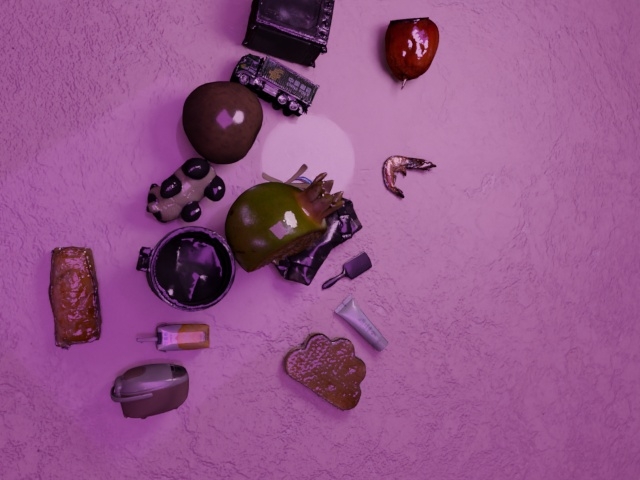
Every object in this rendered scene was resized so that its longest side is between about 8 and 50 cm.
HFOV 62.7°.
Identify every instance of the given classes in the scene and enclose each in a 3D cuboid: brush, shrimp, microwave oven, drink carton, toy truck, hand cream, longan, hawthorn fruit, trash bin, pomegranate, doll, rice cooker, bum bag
[{"bbox_3d":[0.084,0.106,1.731,0.194,0.016,0.062,-30,96,-19],"label":"brush"},{"bbox_3d":[0.309,-0.218,1.820,0.196,0.035,0.147,3,83,-13],"label":"shrimp"},{"bbox_3d":[-0.098,-0.674,1.627,0.248,0.188,0.177,12,83,-19],"label":"microwave oven"},{"bbox_3d":[-0.422,0.279,1.508,0.200,0.074,0.084,2,85,-19],"label":"drink carton"},{"bbox_3d":[-0.147,-0.489,1.652,0.259,0.088,0.121,25,80,-18],"label":"toy truck"},{"bbox_3d":[0.139,0.277,1.724,0.078,0.050,0.205,-44,96,-15],"label":"hand cream"},{"bbox_3d":[-0.283,-0.342,1.528,0.246,0.215,0.245,-2,97,-14],"label":"longan"},{"bbox_3d":[0.304,-0.634,1.771,0.190,0.189,0.251,6,88,-19],"label":"hawthorn fruit"},{"bbox_3d":[-0.361,0.080,1.443,0.278,0.263,0.217,16,81,-19],"label":"trash bin"},{"bbox_3d":[-0.110,-0.075,1.457,0.359,0.310,0.216,-40,77,23],"label":"pomegranate"},{"bbox_3d":[-0.392,-0.142,1.517,0.234,0.135,0.143,-45,126,-14],"label":"doll"},{"bbox_3d":[-0.465,0.411,1.449,0.207,0.145,0.127,-13,101,-17],"label":"rice cooker"},{"bbox_3d":[0.000,0.000,1.666,0.144,0.095,0.340,41,70,5],"label":"bum bag"}]

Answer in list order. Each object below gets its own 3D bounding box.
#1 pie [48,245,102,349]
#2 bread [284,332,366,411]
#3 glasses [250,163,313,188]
[{"bbox_3d":[-0.671,0.156,1.433,0.129,0.068,0.282,-4,92,-19],"label":"pie"},{"bbox_3d":[0.033,0.401,1.671,0.287,0.056,0.207,41,78,-13],"label":"bread"},{"bbox_3d":[-0.115,-0.175,1.613,0.239,0.206,0.102,-14,55,-22],"label":"glasses"}]
